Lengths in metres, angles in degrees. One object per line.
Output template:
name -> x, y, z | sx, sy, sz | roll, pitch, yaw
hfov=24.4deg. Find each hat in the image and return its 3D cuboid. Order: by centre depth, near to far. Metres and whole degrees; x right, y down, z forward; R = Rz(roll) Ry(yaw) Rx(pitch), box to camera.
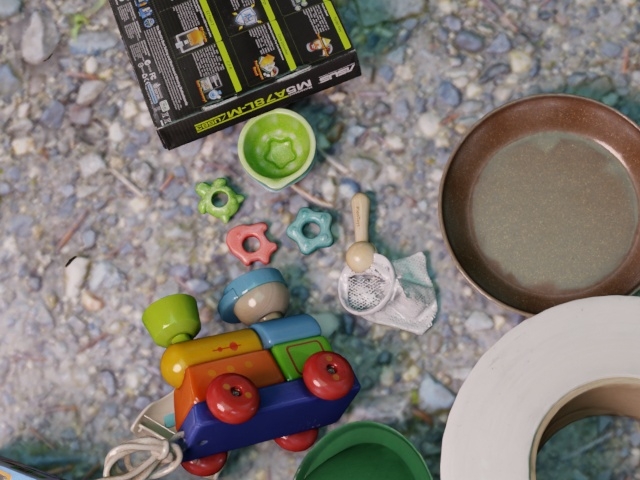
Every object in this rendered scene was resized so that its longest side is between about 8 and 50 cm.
hat -> -0.029, 0.230, 1.104 | 0.173, 0.184, 0.208 | -26, 62, 40

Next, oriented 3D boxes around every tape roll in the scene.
tape roll -> 0.234, 0.190, 1.151 | 0.286, 0.100, 0.286 | -1, 68, 3

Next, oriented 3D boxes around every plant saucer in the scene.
plant saucer -> 0.199, -0.026, 1.256 | 0.199, 0.036, 0.198 | -1, 77, 3

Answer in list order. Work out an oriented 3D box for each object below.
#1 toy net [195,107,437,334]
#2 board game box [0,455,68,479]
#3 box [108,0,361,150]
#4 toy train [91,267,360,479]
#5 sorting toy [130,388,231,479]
toy net -> 0.000, 0.000, 1.260 | 0.122, 0.045, 0.232 | -43, 77, -6
board game box -> -0.196, 0.212, 1.165 | 0.212, 0.160, 0.039 | 18, 80, 9
box -> -0.082, -0.192, 1.294 | 0.184, 0.045, 0.190 | -21, 61, -3
toy train -> -0.105, 0.105, 1.174 | 0.248, 0.105, 0.143 | -10, 58, -31
sorting toy -> -0.102, 0.151, 1.236 | 0.083, 0.045, 0.075 | 29, 73, 10
